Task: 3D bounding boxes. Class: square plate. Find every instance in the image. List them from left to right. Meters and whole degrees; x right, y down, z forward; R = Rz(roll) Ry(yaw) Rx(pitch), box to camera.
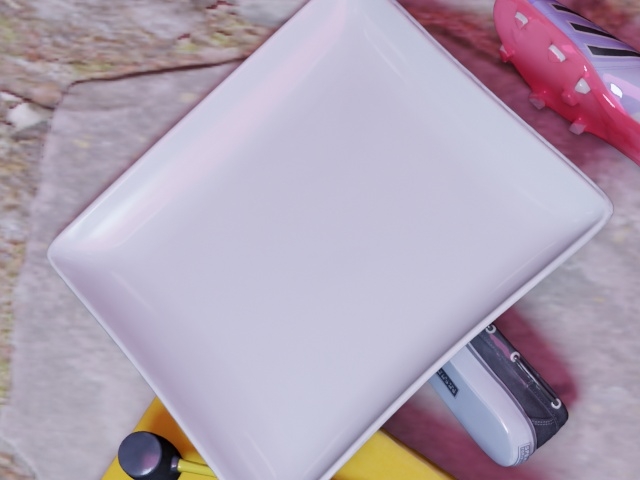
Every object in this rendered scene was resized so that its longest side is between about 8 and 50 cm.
[{"bbox_3d":[0.000,0.000,1.503,0.347,0.049,0.344,-43,54,1],"label":"square plate"}]

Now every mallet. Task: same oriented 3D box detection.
[{"bbox_3d":[-0.062,0.175,1.466,0.189,0.062,0.039,7,76,23],"label":"mallet"}]

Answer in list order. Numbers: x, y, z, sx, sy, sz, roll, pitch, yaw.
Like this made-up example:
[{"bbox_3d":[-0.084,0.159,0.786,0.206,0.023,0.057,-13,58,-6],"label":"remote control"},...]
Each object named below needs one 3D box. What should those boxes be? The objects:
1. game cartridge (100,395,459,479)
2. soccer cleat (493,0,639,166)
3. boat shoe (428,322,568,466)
[{"bbox_3d":[-0.036,0.257,1.497,0.323,0.052,0.285,34,89,24],"label":"game cartridge"},{"bbox_3d":[0.242,-0.118,1.535,0.248,0.083,0.095,42,61,14],"label":"soccer cleat"},{"bbox_3d":[0.111,0.067,1.529,0.076,0.080,0.228,-28,68,-24],"label":"boat shoe"}]
